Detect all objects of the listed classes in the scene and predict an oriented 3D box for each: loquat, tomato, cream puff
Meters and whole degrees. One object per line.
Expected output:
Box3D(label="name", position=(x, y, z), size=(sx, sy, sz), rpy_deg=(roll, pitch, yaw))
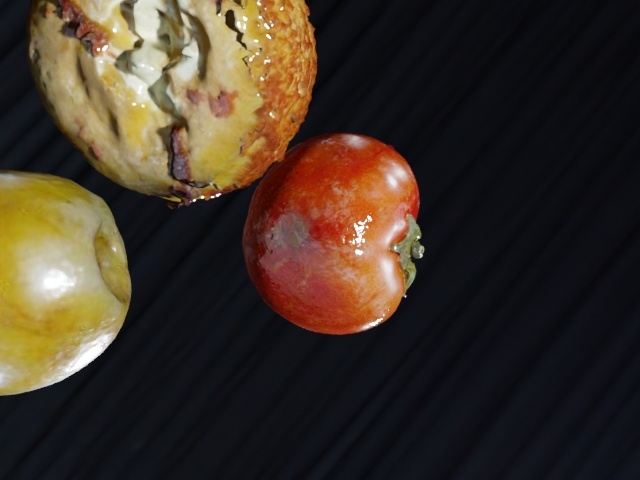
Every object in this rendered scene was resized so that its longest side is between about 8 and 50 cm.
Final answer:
Box3D(label="loquat", position=(-0.259, 0.033, 1.504), size=(0.227, 0.179, 0.179), rpy_deg=(-9, -44, 23))
Box3D(label="tomato", position=(0.000, 0.000, 1.448), size=(0.139, 0.091, 0.159), rpy_deg=(17, -72, 28))
Box3D(label="cream puff", position=(-0.105, -0.144, 1.428), size=(0.240, 0.240, 0.164), rpy_deg=(39, 25, 9))
